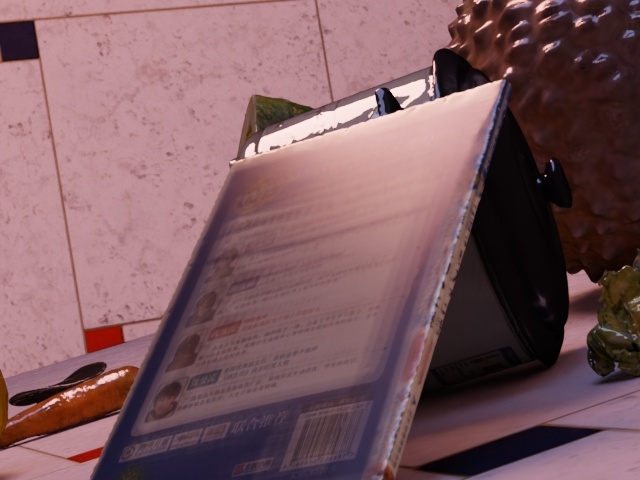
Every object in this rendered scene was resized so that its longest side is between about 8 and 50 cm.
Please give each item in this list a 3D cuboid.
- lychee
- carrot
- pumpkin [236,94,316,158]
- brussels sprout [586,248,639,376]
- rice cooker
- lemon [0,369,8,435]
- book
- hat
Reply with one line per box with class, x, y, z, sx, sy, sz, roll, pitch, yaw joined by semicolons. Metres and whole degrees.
lychee;0.292;-0.134;1.605;0.380;0.380;0.432;-16;-21;-33
carrot;-0.275;0.185;1.881;0.191;0.047;0.047;-23;4;-24
pumpkin;0.000;0.000;1.812;0.197;0.293;0.263;11;-44;-8
brussels sprout;0.203;0.055;1.095;0.085;0.058;0.085;-10;35;7
rice cooker;0.071;-0.006;1.259;0.227;0.241;0.280;-19;-39;14
lemon;-0.368;0.148;1.559;0.181;0.180;0.193;-16;-8;3
book;-0.013;0.041;1.031;0.228;0.018;0.322;-14;38;35
hat;-0.297;0.182;2.010;0.121;0.050;0.121;-22;0;0
